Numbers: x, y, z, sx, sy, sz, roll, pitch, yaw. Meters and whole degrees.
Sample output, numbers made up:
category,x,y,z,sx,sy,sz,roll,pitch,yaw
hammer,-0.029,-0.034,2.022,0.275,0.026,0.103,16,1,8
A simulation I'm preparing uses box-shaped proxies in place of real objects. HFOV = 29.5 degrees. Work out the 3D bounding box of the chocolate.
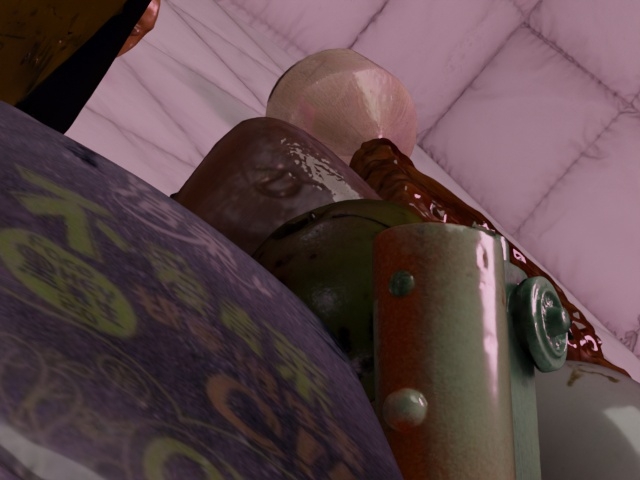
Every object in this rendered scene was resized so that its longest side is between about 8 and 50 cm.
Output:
category,x,y,z,sx,sy,sz,roll,pitch,yaw
chocolate,-0.001,-0.001,1.079,0.261,0.161,0.083,37,-13,-3

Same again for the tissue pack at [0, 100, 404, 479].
category,x,y,z,sx,sy,sz,roll,pitch,yaw
tissue pack,-0.077,0.097,0.545,0.288,0.124,0.394,38,10,-22

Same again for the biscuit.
category,x,y,z,sx,sy,sz,roll,pitch,yaw
biscuit,0.149,0.062,1.353,0.343,0.166,0.395,37,9,-8

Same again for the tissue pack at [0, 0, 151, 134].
category,x,y,z,sx,sy,sz,roll,pitch,yaw
tissue pack,-0.275,-0.208,0.703,0.253,0.264,0.416,40,11,11

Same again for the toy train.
category,x,y,z,sx,sy,sz,roll,pitch,yaw
toy train,0.089,0.121,0.780,0.177,0.116,0.285,27,58,-53

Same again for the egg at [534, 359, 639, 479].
category,x,y,z,sx,sy,sz,roll,pitch,yaw
egg,0.231,0.214,0.972,0.264,0.183,0.183,49,12,15

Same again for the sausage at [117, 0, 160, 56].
category,x,y,z,sx,sy,sz,roll,pitch,yaw
sausage,-0.287,-0.308,1.460,0.241,0.136,0.120,51,8,29

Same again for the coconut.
category,x,y,z,sx,sy,sz,roll,pitch,yaw
coconut,0.034,-0.166,1.803,0.224,0.224,0.234,30,14,-43

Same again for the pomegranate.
category,x,y,z,sx,sy,sz,roll,pitch,yaw
pomegranate,0.032,0.062,0.966,0.210,0.179,0.179,52,0,-41
